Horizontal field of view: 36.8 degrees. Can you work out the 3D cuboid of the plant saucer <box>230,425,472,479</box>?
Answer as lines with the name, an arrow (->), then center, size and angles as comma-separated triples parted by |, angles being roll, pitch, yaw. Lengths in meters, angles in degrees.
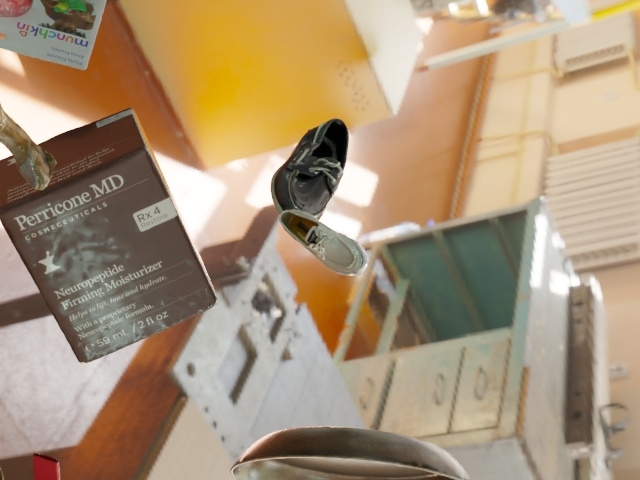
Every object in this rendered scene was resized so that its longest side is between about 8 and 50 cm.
plant saucer -> 0.043, 0.288, 1.217 | 0.310, 0.311, 0.050 | 44, 46, -52

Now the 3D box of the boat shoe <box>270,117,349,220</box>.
boat shoe -> -0.007, -0.088, 1.178 | 0.075, 0.065, 0.206 | 38, 32, -14

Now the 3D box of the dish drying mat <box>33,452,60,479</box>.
dish drying mat -> -0.306, 0.273, 1.082 | 0.008, 0.032, 0.083 | -57, 159, -55

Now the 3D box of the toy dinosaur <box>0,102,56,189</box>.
toy dinosaur -> -0.262, -0.124, 0.680 | 0.112, 0.064, 0.211 | -42, 127, -38

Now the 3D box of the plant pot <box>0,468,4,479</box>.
plant pot -> -0.549, 0.406, 1.364 | 0.236, 0.236, 0.032 | -73, 146, -49

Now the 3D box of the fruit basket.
fruit basket -> -0.526, -0.470, 1.652 | 0.165, 0.327, 0.353 | 118, -19, -47

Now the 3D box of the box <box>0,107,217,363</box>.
box -> -0.238, -0.009, 1.070 | 0.167, 0.169, 0.203 | -125, -168, -61

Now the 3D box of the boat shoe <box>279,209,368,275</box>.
boat shoe -> 0.000, 0.000, 0.887 | 0.100, 0.035, 0.035 | 39, 13, 32
